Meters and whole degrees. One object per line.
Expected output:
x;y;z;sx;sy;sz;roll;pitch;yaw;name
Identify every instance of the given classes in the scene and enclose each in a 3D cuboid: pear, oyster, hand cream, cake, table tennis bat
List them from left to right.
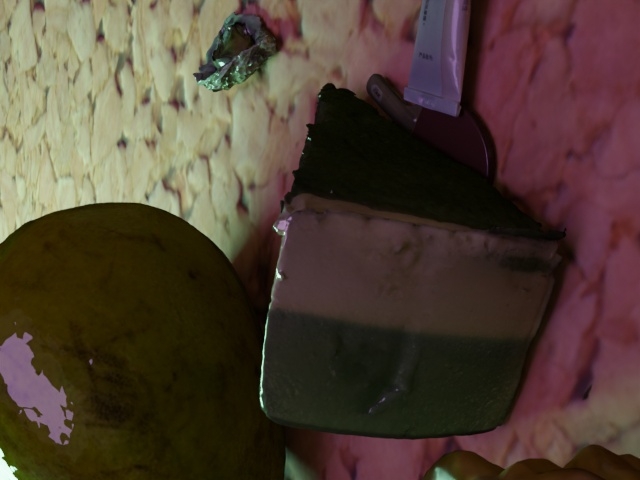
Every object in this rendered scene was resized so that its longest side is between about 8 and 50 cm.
-0.166;0.131;0.951;0.375;0.287;0.287;53;135;23;pear
-0.077;-0.175;1.016;0.098;0.037;0.100;-44;32;27;oyster
-0.001;-0.003;0.753;0.283;0.172;0.158;47;131;48;cake
0.075;-0.072;0.788;0.156;0.013;0.087;53;136;41;table tennis bat
0.092;-0.193;0.735;0.052;0.038;0.216;-99;15;-72;hand cream

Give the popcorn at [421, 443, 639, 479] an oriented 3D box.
0.118;0.239;0.521;0.332;0.265;0.225;36;152;7;popcorn
